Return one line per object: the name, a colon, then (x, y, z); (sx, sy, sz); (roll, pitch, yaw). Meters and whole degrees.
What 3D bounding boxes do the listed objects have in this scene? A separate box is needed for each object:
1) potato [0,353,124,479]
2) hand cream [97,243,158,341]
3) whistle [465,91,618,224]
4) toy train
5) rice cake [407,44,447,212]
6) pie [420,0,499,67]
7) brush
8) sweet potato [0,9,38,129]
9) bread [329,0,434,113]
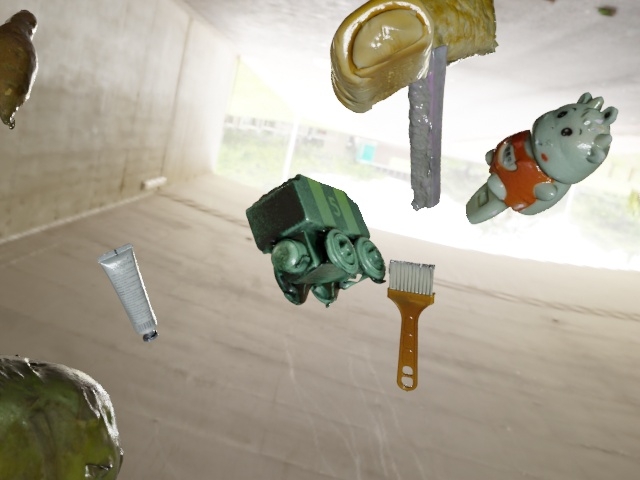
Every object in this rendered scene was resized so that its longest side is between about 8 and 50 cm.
potato: (-0.258, 0.161, 0.491); (0.141, 0.176, 0.298); (-27, 164, 31)
hand cream: (-0.348, 0.100, 1.391); (0.067, 0.195, 0.042); (-22, -155, -14)
whistle: (0.268, -0.093, 0.939); (0.106, 0.253, 0.102); (43, -130, -5)
toy train: (0.000, 0.000, 1.470); (0.166, 0.238, 0.299); (-29, 160, 23)
rice cake: (0.154, -0.156, 1.083); (0.049, 0.270, 0.055); (12, -139, 21)
pie: (0.200, -0.337, 1.175); (0.068, 0.129, 0.282); (0, -164, 44)
brush: (0.171, 0.172, 1.441); (0.090, 0.315, 0.017); (8, -147, 16)
sweet potato: (-0.400, -0.244, 0.967); (0.074, 0.075, 0.269); (9, -140, -22)
bread: (0.066, -0.209, 0.831); (0.119, 0.084, 0.177); (-26, 173, -2)
